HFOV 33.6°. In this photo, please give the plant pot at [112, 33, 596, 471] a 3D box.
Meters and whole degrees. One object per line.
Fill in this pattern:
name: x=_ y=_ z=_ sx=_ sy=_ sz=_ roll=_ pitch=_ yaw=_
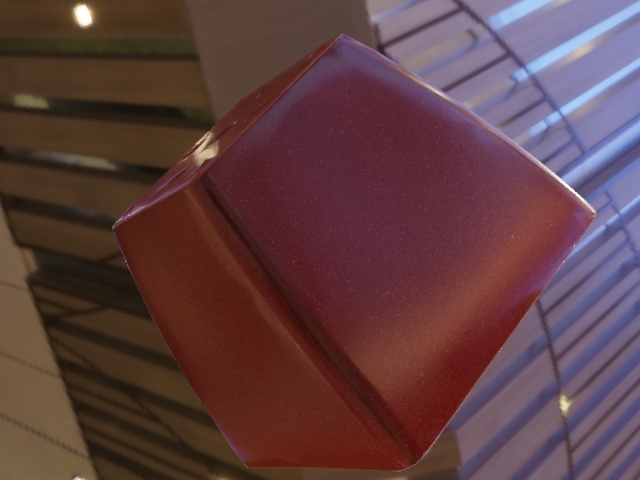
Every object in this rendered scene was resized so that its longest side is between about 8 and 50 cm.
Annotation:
plant pot: x=0.000 y=0.000 z=0.836 sx=0.235 sy=0.267 sz=0.267 roll=49 pitch=-29 yaw=-13
